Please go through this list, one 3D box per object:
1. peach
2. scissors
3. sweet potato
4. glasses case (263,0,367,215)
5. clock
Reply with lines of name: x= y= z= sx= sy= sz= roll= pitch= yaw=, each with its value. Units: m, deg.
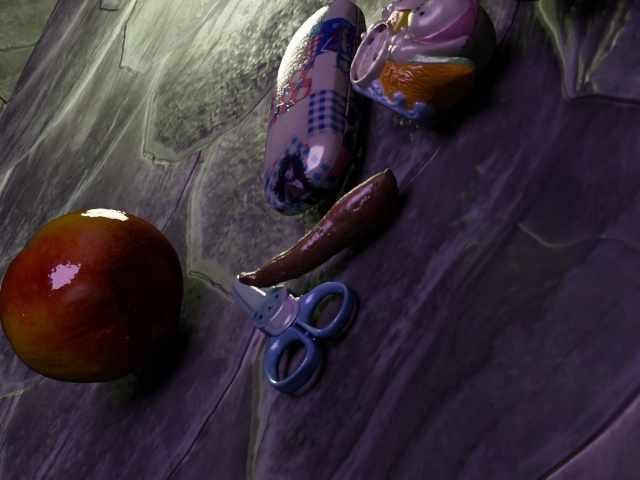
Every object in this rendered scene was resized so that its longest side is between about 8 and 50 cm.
peach: x=-0.281 y=0.070 z=1.534 sx=0.231 sy=0.231 sz=0.231 roll=-41 pitch=30 yaw=30
scissors: x=-0.044 y=0.077 z=1.322 sx=0.125 sy=0.030 sz=0.256 roll=-54 pitch=26 yaw=-3
sweet potato: x=0.000 y=0.001 z=1.292 sx=0.214 sy=0.050 sz=0.050 roll=-37 pitch=32 yaw=23
glasses case: x=-0.004 y=-0.165 z=1.474 sx=0.125 sy=0.076 sz=0.327 roll=-34 pitch=34 yaw=36
clock: x=0.107 y=-0.197 z=1.287 sx=0.144 sy=0.103 sz=0.231 roll=-63 pitch=24 yaw=7
